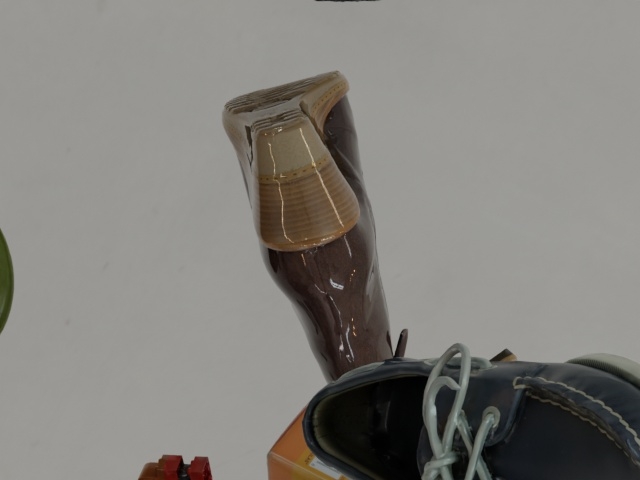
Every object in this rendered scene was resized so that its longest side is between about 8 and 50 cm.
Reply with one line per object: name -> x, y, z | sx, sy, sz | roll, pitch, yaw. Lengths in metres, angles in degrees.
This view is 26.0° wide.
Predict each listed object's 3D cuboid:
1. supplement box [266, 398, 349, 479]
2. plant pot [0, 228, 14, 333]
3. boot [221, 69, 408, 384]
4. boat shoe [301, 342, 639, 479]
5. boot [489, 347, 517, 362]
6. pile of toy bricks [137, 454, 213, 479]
supplement box -> 0.073, 0.216, 1.097 | 0.233, 0.078, 0.080 | 25, 47, 22
plant pot -> -0.362, 0.048, 1.007 | 0.275, 0.293, 0.275 | 13, 72, -43
boot -> 0.000, 0.000, 0.943 | 0.090, 0.248, 0.207 | -15, 106, 6
boat shoe -> 0.070, 0.090, 0.611 | 0.079, 0.254, 0.095 | -3, 96, -25
boot -> 0.180, 0.199, 1.177 | 0.077, 0.198, 0.137 | -29, 47, -31
pile of toy bricks -> -0.125, 0.244, 0.966 | 0.105, 0.212, 0.118 | 1, 34, 13
